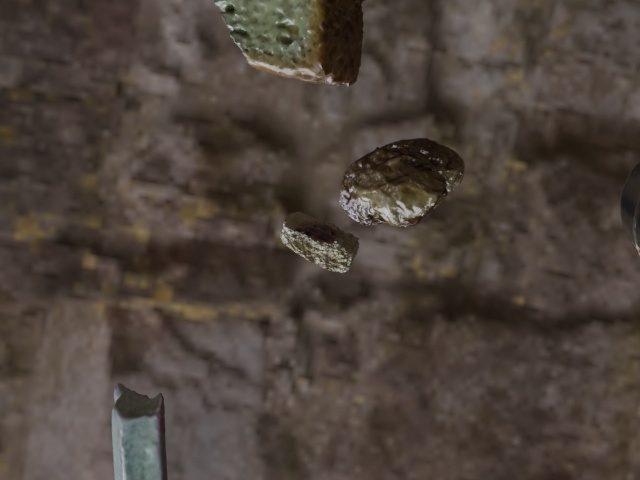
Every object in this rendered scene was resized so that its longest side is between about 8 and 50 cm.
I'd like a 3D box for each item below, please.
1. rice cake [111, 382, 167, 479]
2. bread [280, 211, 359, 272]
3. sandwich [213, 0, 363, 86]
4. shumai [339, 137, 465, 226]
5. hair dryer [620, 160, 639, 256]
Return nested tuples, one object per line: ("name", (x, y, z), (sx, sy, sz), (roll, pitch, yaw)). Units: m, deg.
("rice cake", (-0.161, 0.265, 1.671), (0.051, 0.290, 0.081), (-6, -159, -18))
("bread", (0.000, 0.000, 1.931), (0.083, 0.035, 0.070), (24, -162, 6))
("sandwich", (-0.068, -0.268, 1.290), (0.254, 0.288, 0.099), (12, -169, 16))
("shumai", (0.091, -0.049, 2.106), (0.139, 0.123, 0.105), (-1, -127, 14))
("hair dryer", (0.329, -0.117, 1.297), (0.107, 0.352, 0.189), (23, -167, -5))
